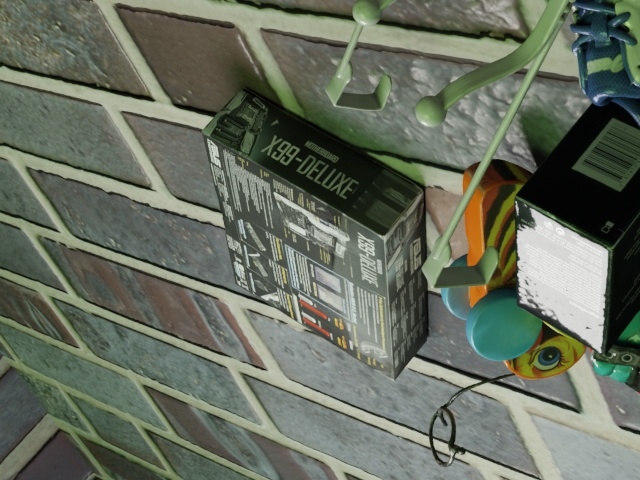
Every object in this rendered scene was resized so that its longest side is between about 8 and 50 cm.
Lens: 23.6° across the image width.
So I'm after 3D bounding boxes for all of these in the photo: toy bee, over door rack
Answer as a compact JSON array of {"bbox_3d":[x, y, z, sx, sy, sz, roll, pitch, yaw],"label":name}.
[{"bbox_3d":[0.196,0.060,1.450,0.298,0.162,0.195,104,157,-47],"label":"toy bee"},{"bbox_3d":[0.069,-0.143,1.147,0.324,0.108,0.239,100,152,-47],"label":"over door rack"}]

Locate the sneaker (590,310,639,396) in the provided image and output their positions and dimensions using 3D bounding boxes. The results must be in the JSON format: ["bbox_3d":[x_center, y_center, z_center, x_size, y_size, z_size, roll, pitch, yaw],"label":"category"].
[{"bbox_3d":[0.324,0.072,1.306,0.178,0.124,0.295,32,157,-1],"label":"sneaker"}]

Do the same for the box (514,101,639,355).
[{"bbox_3d":[0.234,-0.021,1.228,0.093,0.156,0.158,30,153,26],"label":"box"}]

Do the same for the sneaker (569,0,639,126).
[{"bbox_3d":[0.220,-0.162,1.051,0.296,0.131,0.112,51,156,-16],"label":"sneaker"}]

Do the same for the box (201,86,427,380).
[{"bbox_3d":[0.000,0.000,1.702,0.242,0.076,0.307,30,153,23],"label":"box"}]
